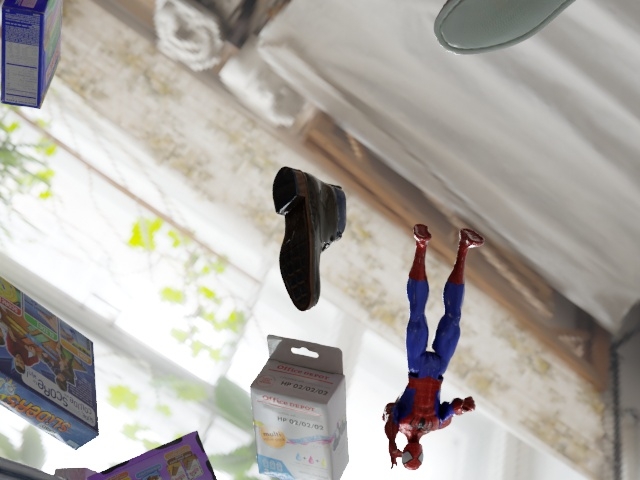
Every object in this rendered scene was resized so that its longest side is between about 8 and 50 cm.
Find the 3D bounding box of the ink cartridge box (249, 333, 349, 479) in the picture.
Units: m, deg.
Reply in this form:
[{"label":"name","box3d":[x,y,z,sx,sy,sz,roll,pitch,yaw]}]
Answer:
[{"label":"ink cartridge box","box3d":[-0.025,0.210,1.359,0.061,0.104,0.181,-54,147,-51]}]

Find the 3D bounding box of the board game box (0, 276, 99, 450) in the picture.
[{"label":"board game box","box3d":[-0.305,0.110,1.126,0.035,0.201,0.136,-33,-140,15]}]

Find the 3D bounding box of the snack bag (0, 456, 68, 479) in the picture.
[{"label":"snack bag","box3d":[-0.421,0.295,1.263,0.342,0.323,0.037,-47,-153,52]}]

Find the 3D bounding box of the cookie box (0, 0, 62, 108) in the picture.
[{"label":"cookie box","box3d":[-0.268,-0.192,1.044,0.092,0.040,0.107,-87,-171,-48]}]

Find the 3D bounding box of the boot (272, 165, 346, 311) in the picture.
[{"label":"boot","box3d":[0.000,0.000,1.599,0.082,0.106,0.219,-32,-123,46]}]

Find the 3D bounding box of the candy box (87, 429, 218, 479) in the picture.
[{"label":"candy box","box3d":[-0.209,0.387,1.540,0.164,0.196,0.070,-20,163,-18]}]

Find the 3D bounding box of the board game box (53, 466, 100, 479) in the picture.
[{"label":"board game box","box3d":[-0.325,0.549,1.778,0.065,0.318,0.318,-8,-115,23]}]

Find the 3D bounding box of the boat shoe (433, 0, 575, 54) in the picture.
[{"label":"boat shoe","box3d":[0.286,-0.350,1.485,0.302,0.114,0.091,-24,-147,13]}]

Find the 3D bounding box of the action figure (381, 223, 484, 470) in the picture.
[{"label":"action figure","box3d":[0.122,0.137,1.207,0.139,0.091,0.281,-105,-159,-71]}]
